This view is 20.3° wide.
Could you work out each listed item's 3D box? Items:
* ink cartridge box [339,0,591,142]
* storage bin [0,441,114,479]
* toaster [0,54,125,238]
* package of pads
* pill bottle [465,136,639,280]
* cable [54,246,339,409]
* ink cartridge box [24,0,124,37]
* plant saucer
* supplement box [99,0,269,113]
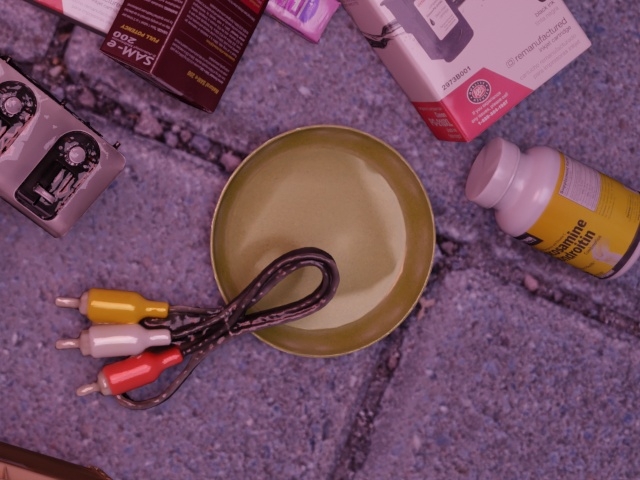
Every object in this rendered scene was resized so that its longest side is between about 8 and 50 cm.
[{"bbox_3d":[0.134,-0.245,1.827,0.172,0.100,0.237,-38,104,-9],"label":"ink cartridge box"},{"bbox_3d":[-0.323,0.252,1.670,0.262,0.260,0.123,20,86,-16],"label":"storage bin"},{"bbox_3d":[-0.292,-0.102,1.694,0.168,0.185,0.110,40,87,-23],"label":"toaster"},{"bbox_3d":[-0.026,-0.242,1.820,0.083,0.032,0.050,31,84,-16],"label":"package of pads"},{"bbox_3d":[0.249,-0.037,1.877,0.184,0.103,0.103,25,88,-16],"label":"pill bottle"},{"bbox_3d":[-0.116,0.094,1.778,0.287,0.072,0.139,-11,101,5],"label":"cable"},{"bbox_3d":[-0.224,-0.301,1.738,0.127,0.072,0.175,23,89,-16],"label":"ink cartridge box"},{"bbox_3d":[0.000,0.000,1.847,0.241,0.037,0.241,-1,95,-15],"label":"plant saucer"},{"bbox_3d":[-0.107,-0.258,1.742,0.073,0.130,0.239,25,87,28],"label":"supplement box"}]
